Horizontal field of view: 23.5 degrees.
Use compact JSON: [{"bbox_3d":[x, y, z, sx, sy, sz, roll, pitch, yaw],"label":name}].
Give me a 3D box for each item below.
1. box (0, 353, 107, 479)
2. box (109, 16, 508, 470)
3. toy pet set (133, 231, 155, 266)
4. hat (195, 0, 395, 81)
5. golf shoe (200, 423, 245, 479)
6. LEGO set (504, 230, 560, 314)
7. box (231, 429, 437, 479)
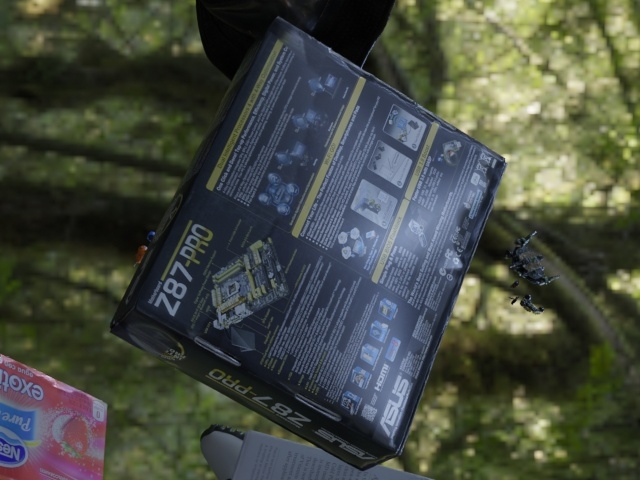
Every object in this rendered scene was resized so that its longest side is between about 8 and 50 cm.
[{"bbox_3d":[-0.393,0.213,1.682,0.154,0.300,0.142,-23,-128,31],"label":"box"},{"bbox_3d":[0.000,0.000,1.643,0.097,0.318,0.394,-36,-153,57],"label":"box"},{"bbox_3d":[-0.237,0.070,2.283,0.114,0.122,0.065,-58,179,19],"label":"toy pet set"},{"bbox_3d":[-0.064,-0.337,1.951,0.331,0.134,0.331,-8,-105,33],"label":"hat"},{"bbox_3d":[-0.102,0.392,2.291,0.273,0.120,0.105,47,-35,16],"label":"golf shoe"},{"bbox_3d":[0.177,0.030,1.336,0.023,0.054,0.083,-48,-173,49],"label":"LEGO set"},{"bbox_3d":[0.053,0.385,1.941,0.215,0.345,0.168,90,16,-68],"label":"box"}]
